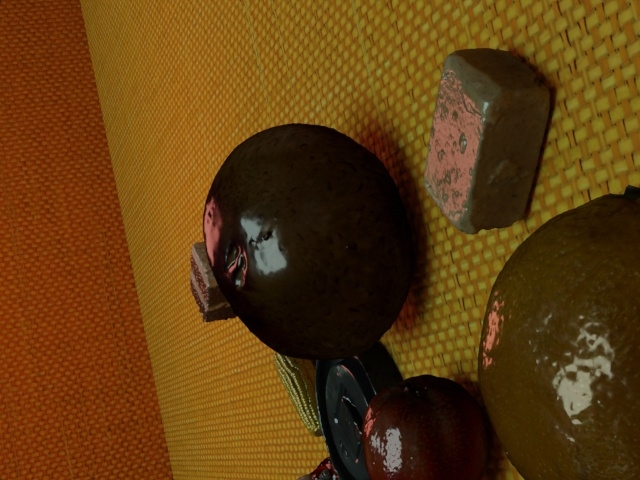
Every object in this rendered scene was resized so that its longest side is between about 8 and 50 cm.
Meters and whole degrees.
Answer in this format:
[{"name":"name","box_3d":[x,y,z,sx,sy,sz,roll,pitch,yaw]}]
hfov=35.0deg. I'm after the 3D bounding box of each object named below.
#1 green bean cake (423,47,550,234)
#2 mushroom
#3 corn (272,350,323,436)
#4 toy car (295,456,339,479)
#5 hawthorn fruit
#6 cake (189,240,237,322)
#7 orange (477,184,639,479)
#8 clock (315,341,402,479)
[{"name":"green bean cake","box_3d":[0.177,-0.107,1.099,0.109,0.085,0.179,-123,32,-49]},{"name":"mushroom","box_3d":[0.003,0.017,1.478,0.334,0.356,0.331,-32,61,27]},{"name":"corn","box_3d":[-0.029,0.266,1.833,0.072,0.072,0.203,101,150,-43]},{"name":"toy car","box_3d":[-0.002,0.444,1.776,0.112,0.112,0.139,-120,28,-43]},{"name":"hawthorn fruit","box_3d":[0.135,0.268,1.287,0.169,0.169,0.188,-155,54,-65]},{"name":"cake","box_3d":[-0.194,0.073,2.081,0.134,0.135,0.147,-123,26,-46]},{"name":"orange","box_3d":[0.246,0.089,0.783,0.264,0.264,0.264,170,90,-69]},{"name":"clock","box_3d":[0.069,0.284,1.600,0.280,0.055,0.281,170,90,-69]}]
